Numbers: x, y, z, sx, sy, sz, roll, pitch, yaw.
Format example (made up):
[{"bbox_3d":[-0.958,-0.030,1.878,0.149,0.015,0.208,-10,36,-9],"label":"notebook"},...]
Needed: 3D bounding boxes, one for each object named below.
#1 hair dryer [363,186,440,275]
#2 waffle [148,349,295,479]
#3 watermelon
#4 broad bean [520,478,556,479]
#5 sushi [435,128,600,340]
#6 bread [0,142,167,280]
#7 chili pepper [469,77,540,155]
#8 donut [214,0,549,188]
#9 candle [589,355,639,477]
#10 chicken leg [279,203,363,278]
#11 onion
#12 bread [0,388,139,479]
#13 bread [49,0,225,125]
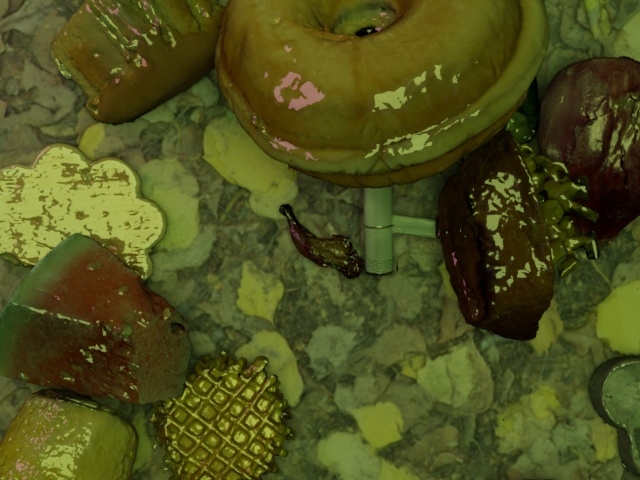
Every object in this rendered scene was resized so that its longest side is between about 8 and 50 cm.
[{"bbox_3d":[0.148,-0.035,1.881,0.183,0.044,0.154,-6,106,-12],"label":"hair dryer"},{"bbox_3d":[-0.138,0.254,1.859,0.197,0.070,0.193,-19,90,0],"label":"waffle"},{"bbox_3d":[-0.291,0.126,1.794,0.257,0.140,0.192,27,114,3],"label":"watermelon"},{"bbox_3d":[0.286,0.431,1.829,0.169,0.100,0.228,26,71,5],"label":"broad bean"},{"bbox_3d":[0.260,-0.002,1.815,0.179,0.167,0.296,-10,92,-20],"label":"sushi"},{"bbox_3d":[-0.336,-0.037,1.872,0.251,0.039,0.181,14,88,-1],"label":"bread"},{"bbox_3d":[0.170,-0.182,1.867,0.265,0.116,0.148,-14,104,-3],"label":"chili pepper"},{"bbox_3d":[0.074,-0.255,1.741,0.449,0.198,0.448,-10,50,12],"label":"donut"},{"bbox_3d":[0.476,0.235,1.879,0.169,0.068,0.192,-31,93,-4],"label":"candle"},{"bbox_3d":[-0.002,0.004,1.885,0.145,0.037,0.062,30,66,-2],"label":"chicken leg"},{"bbox_3d":[0.410,-0.107,1.843,0.227,0.120,0.283,0,102,-20],"label":"onion"},{"bbox_3d":[-0.343,0.287,1.794,0.197,0.197,0.170,20,82,-1],"label":"bread"},{"bbox_3d":[-0.240,-0.281,1.835,0.252,0.133,0.174,-35,88,-2],"label":"bread"}]
